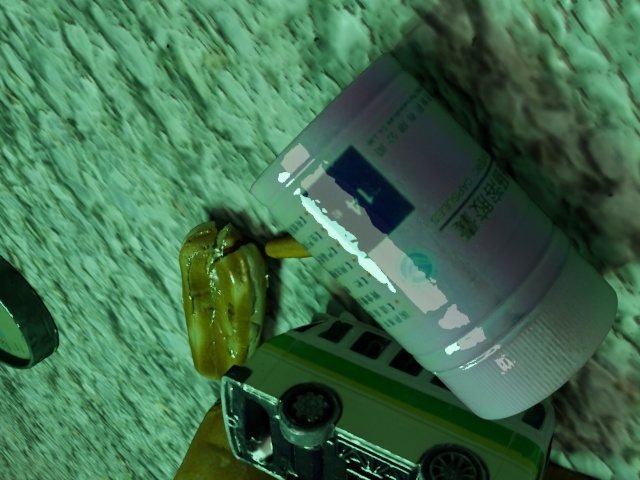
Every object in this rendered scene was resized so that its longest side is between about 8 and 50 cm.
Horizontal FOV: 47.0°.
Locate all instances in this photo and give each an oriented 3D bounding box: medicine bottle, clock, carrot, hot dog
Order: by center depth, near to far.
[{"bbox_3d":[0.086,-0.001,0.566,0.254,0.152,0.152,44,141,-4],"label":"medicine bottle"},{"bbox_3d":[0.000,0.000,0.729,0.190,0.037,0.037,-16,114,48],"label":"carrot"},{"bbox_3d":[-0.113,0.083,0.871,0.109,0.072,0.269,27,137,20],"label":"hot dog"},{"bbox_3d":[-0.158,0.361,1.050,0.159,0.225,0.159,26,143,22],"label":"carrot"},{"bbox_3d":[-0.586,0.114,1.295,0.281,0.055,0.280,22,136,22],"label":"clock"}]

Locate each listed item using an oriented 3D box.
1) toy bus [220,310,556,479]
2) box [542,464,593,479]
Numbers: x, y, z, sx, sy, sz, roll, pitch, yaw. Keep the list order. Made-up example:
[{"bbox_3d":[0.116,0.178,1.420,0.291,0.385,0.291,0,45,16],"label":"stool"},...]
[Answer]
[{"bbox_3d":[0.069,0.187,0.732,0.306,0.179,0.143,19,134,25],"label":"toy bus"},{"bbox_3d":[0.302,0.325,0.761,0.237,0.070,0.152,15,134,32],"label":"box"}]
